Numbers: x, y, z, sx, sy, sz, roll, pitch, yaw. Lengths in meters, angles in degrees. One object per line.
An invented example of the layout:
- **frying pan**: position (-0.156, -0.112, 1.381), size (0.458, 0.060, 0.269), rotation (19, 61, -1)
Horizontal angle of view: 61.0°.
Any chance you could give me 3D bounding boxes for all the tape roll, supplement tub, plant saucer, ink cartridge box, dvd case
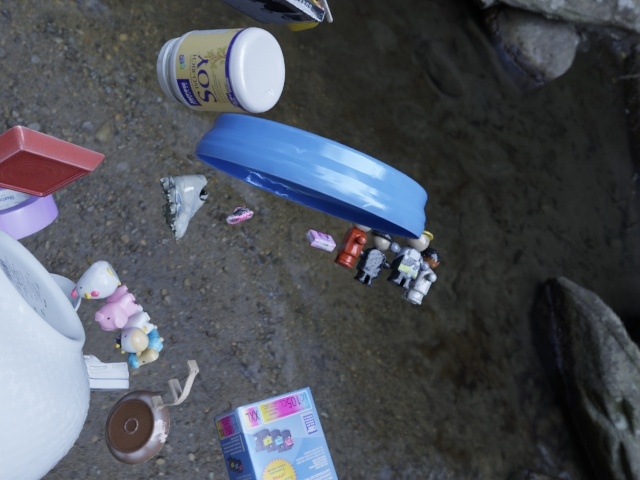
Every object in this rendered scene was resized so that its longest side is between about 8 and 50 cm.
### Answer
- **tape roll**: position (-0.969, -0.088, 1.677), size (0.275, 0.275, 0.090), rotation (-34, 129, -40)
- **supplement tub**: position (-0.303, -0.513, 1.649), size (0.241, 0.332, 0.240), rotation (-25, 119, -56)
- **plant saucer**: position (-0.747, -0.188, 1.413), size (0.258, 0.259, 0.047), rotation (17, 55, -61)
- **ink cartridge box**: position (-0.111, 0.654, 1.558), size (0.270, 0.151, 0.395), rotation (-5, 69, -41)
- **plant saucer**: position (-0.516, 0.513, 1.503), size (0.036, 0.199, 0.198), rotation (57, 30, -64)
- **dvd case**: position (-0.127, -0.498, 1.116), size (0.179, 0.239, 0.029), rotation (15, 98, -40)

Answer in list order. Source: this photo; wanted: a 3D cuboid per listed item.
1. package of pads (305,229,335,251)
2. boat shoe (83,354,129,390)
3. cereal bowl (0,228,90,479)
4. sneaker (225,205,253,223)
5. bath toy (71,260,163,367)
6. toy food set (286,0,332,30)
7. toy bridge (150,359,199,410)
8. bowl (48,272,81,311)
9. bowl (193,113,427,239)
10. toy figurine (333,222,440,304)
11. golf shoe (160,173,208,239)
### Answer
- **package of pads**: position (0.000, 0.000, 1.621), size (0.083, 0.032, 0.050), rotation (16, 32, -36)
- **boat shoe**: position (-0.599, 0.335, 1.389), size (0.268, 0.096, 0.088), rotation (25, 54, -54)
- **cereal bowl**: position (-0.356, 0.090, 0.569), size (0.141, 0.339, 0.338), rotation (-36, 95, -12)
- **sneaker**: position (-0.321, -0.102, 2.098), size (0.119, 0.047, 0.057), rotation (-20, 67, -39)
- **bath toy**: position (-0.585, 0.217, 1.566), size (0.129, 0.151, 0.348), rotation (-32, 127, -13)
- **toy food set**: position (-0.051, -0.716, 1.647), size (0.128, 0.218, 0.071), rotation (54, 53, -43)
- **toy bridge**: position (-0.371, 0.386, 1.393), size (0.026, 0.188, 0.063), rotation (13, 38, -51)
- **bowl**: position (-0.813, 0.225, 1.499), size (0.298, 0.134, 0.297), rotation (5, 31, -3)
- **bowl**: position (-0.009, -0.102, 0.897), size (0.391, 0.391, 0.077), rotation (21, 89, -29)
- **toy figurine**: position (0.158, 0.032, 1.216), size (0.148, 0.210, 0.213), rotation (-65, 148, -11)
- **golf shoe**: position (-0.245, -0.060, 1.000), size (0.086, 0.176, 0.069), rotation (-22, 72, -26)
